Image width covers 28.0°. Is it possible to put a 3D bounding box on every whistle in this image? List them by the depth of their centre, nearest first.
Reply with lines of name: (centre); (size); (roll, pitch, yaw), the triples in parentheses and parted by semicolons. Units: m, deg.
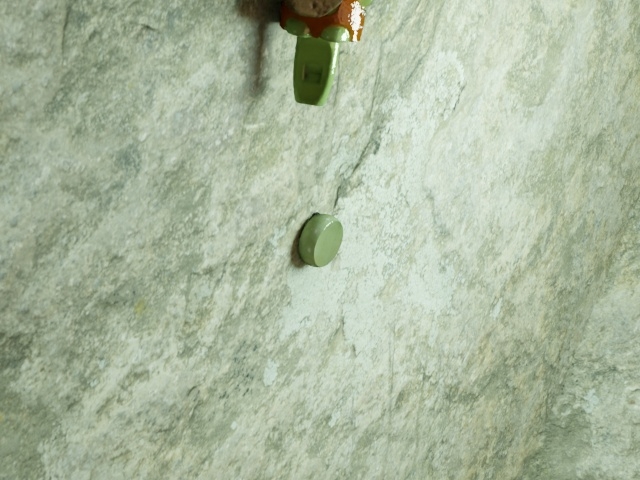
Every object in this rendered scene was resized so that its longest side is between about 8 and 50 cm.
whistle: (0.005, -0.319, 1.699); (0.106, 0.131, 0.289); (-70, 169, -72)

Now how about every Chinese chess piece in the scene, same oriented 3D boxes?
Chinese chess piece: (0.000, 0.000, 1.964); (0.084, 0.034, 0.084); (-38, 139, -42)

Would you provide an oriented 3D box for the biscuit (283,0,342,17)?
biscuit: (-0.012, -0.426, 1.563); (0.257, 0.049, 0.273); (30, 103, -30)
